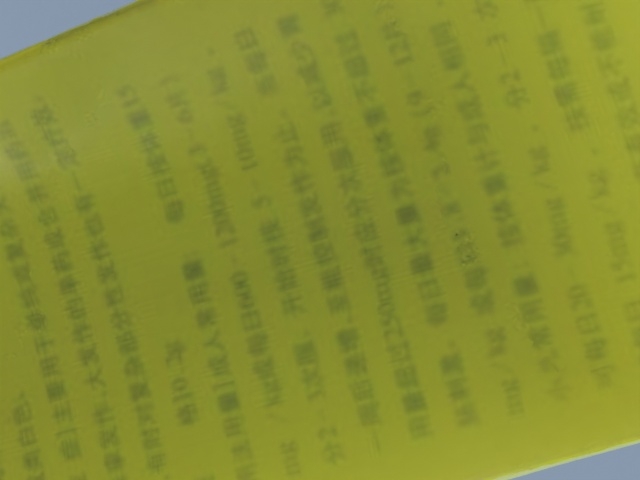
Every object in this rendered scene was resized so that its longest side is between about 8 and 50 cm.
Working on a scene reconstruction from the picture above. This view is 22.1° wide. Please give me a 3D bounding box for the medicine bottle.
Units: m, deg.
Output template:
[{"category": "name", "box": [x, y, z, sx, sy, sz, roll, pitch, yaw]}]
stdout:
[{"category": "medicine bottle", "box": [0.000, 0.000, 0.432, 0.250, 0.137, 0.141, -19, -88, 16]}]
